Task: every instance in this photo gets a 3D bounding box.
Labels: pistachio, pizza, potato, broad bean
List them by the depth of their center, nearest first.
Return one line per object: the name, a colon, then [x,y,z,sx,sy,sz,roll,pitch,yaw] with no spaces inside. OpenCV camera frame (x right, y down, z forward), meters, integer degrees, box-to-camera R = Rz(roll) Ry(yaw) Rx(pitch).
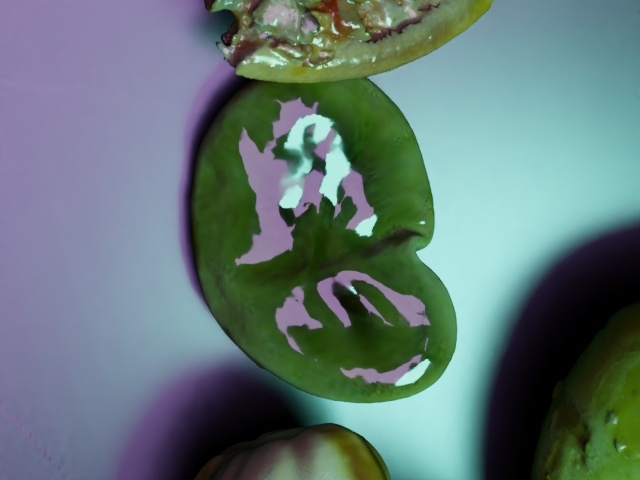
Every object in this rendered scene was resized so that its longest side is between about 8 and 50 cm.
pizza: [0.009,-0.188,1.027,0.185,0.052,0.195,-19,97,-27]
pistachio: [-0.023,0.202,1.074,0.144,0.144,0.215,7,112,-14]
broad bean: [0.001,0.000,1.078,0.153,0.072,0.206,-25,94,-10]
potato: [0.221,0.135,1.109,0.186,0.148,0.253,32,90,-6]
